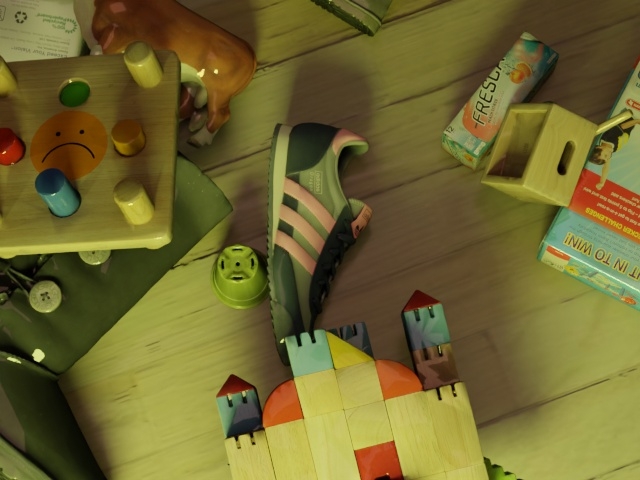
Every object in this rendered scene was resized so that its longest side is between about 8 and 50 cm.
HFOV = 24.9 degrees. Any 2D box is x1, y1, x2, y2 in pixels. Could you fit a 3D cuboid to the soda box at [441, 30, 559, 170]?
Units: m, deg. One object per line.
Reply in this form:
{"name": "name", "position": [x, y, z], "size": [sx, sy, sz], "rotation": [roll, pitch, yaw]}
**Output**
{"name": "soda box", "position": [0.234, -0.182, 1.896], "size": [0.058, 0.063, 0.183], "rotation": [37, 79, 11]}

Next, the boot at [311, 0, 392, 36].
{"name": "boot", "position": [0.063, -0.402, 1.955], "size": [0.190, 0.076, 0.208], "rotation": [34, 85, -5]}

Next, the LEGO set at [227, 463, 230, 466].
{"name": "LEGO set", "position": [-0.088, 0.281, 1.805], "size": [0.054, 0.023, 0.083], "rotation": [3, 88, 5]}

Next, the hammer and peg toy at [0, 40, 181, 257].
{"name": "hammer and peg toy", "position": [-0.345, -0.094, 1.711], "size": [0.361, 0.127, 0.265], "rotation": [-4, 65, 8]}

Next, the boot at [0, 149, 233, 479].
{"name": "boot", "position": [-0.267, 0.101, 1.793], "size": [0.367, 0.146, 0.445], "rotation": [42, 71, -5]}

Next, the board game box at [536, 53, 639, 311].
{"name": "board game box", "position": [0.480, -0.046, 1.840], "size": [0.308, 0.086, 0.302], "rotation": [28, 78, 9]}

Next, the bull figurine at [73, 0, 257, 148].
{"name": "bull figurine", "position": [-0.229, -0.254, 1.865], "size": [0.310, 0.101, 0.188], "rotation": [27, 79, -19]}

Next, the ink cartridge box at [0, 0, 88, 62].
{"name": "ink cartridge box", "position": [-0.487, -0.182, 1.909], "size": [0.324, 0.071, 0.330], "rotation": [11, 84, 4]}

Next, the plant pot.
{"name": "plant pot", "position": [-0.101, 0.038, 1.837], "size": [0.083, 0.079, 0.083], "rotation": [0, 75, 1]}

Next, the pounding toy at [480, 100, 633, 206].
{"name": "pounding toy", "position": [0.294, -0.117, 1.812], "size": [0.100, 0.130, 0.141], "rotation": [23, 86, -23]}

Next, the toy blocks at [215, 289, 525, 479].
{"name": "toy blocks", "position": [0.029, 0.212, 1.707], "size": [0.382, 0.191, 0.260], "rotation": [-14, 85, -2]}

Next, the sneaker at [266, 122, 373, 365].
{"name": "sneaker", "position": [0.000, 0.000, 1.828], "size": [0.131, 0.112, 0.319], "rotation": [0, 76, 4]}
